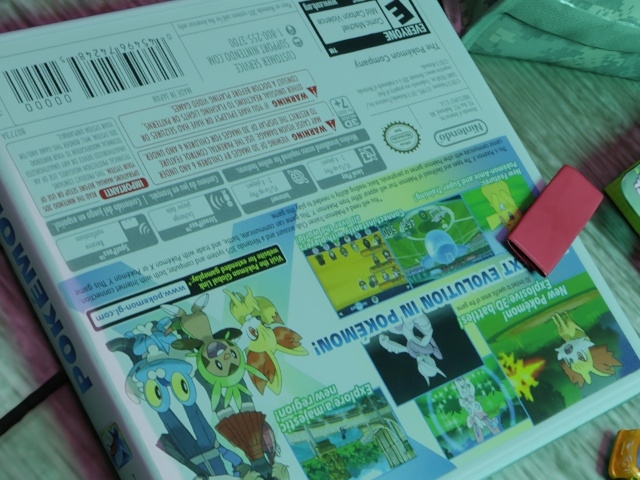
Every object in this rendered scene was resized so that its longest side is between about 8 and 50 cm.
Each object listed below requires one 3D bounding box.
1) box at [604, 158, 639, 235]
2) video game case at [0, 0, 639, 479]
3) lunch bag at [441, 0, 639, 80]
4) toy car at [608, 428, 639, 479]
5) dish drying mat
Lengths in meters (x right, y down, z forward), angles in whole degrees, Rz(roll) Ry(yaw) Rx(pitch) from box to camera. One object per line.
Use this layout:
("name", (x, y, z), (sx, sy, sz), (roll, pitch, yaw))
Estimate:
("box", (0.259, -0.027, 0.945), (0.179, 0.043, 0.105), (-32, 84, -43))
("video game case", (0.000, 0.000, 0.765), (0.329, 0.036, 0.300), (-19, 75, -40))
("lunch bag", (0.236, -0.228, 0.887), (0.235, 0.287, 0.169), (5, 61, -32))
("toy car", (0.172, 0.146, 0.786), (0.060, 0.040, 0.122), (48, 48, 0))
("dish drying mat", (0.134, -0.012, 0.832), (0.032, 0.008, 0.083), (45, 49, -2))
